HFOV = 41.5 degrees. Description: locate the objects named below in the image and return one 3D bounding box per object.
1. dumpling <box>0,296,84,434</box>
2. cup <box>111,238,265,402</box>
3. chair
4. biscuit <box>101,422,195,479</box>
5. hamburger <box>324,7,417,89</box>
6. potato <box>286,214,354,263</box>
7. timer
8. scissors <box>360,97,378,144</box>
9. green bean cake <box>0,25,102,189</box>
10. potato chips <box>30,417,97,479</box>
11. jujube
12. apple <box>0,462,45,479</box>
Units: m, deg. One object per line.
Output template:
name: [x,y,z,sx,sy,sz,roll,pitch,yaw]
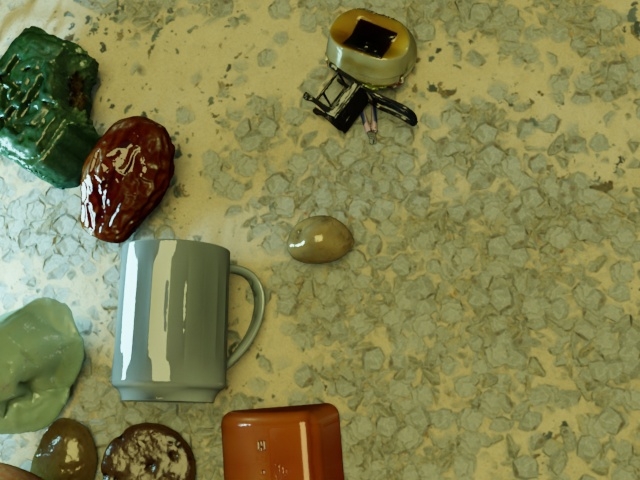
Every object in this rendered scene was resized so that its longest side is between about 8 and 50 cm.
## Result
dumpling: [-0.683,0.268,1.841,0.320,0.270,0.212,-33,47,24]
cup: [-0.276,0.181,1.801,0.322,0.237,0.327,5,76,-23]
chair: [0.091,-0.289,1.882,0.229,0.106,0.113,36,89,19]
biscuit: [-0.373,0.500,1.827,0.212,0.036,0.212,-1,79,6]
hamburger: [0.113,-0.436,1.926,0.210,0.116,0.173,21,74,15]
potato: [-0.002,0.001,1.851,0.147,0.112,0.112,-11,77,12]
timer: [-0.093,0.479,1.766,0.250,0.161,0.257,-9,77,20]
scissors: [0.114,-0.275,1.939,0.039,0.012,0.113,-10,77,5]
green bean cake: [-0.626,-0.311,1.936,0.300,0.169,0.308,27,82,24]
potato chips: [-0.567,0.495,1.847,0.150,0.049,0.202,17,87,15]
jujube: [-0.435,-0.136,1.894,0.197,0.197,0.290,27,98,11]
apple: [-0.658,0.640,1.666,0.346,0.391,0.392,10,79,-5]
